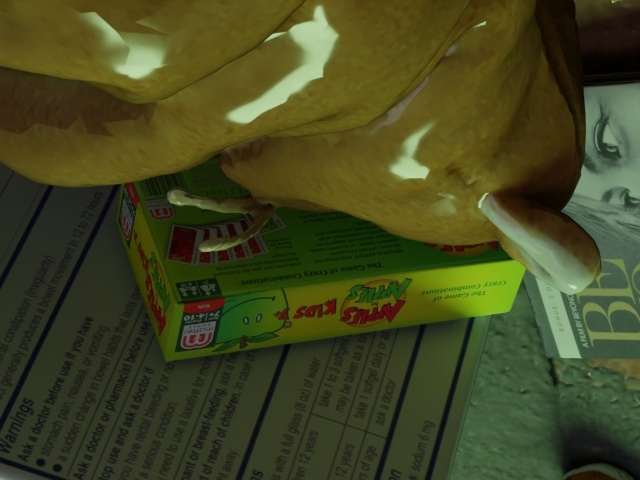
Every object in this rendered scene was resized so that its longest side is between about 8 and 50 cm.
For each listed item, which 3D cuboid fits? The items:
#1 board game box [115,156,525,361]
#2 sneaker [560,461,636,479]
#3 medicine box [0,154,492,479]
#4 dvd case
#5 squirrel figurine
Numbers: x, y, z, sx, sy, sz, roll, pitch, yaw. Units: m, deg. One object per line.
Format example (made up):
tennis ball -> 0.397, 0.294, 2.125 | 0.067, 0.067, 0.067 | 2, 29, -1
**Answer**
board game box -> 0.000, 0.000, 0.946 | 0.181, 0.092, 0.043 | -7, 140, -21
sneaker -> 0.210, 0.200, 1.152 | 0.175, 0.067, 0.064 | 27, 135, -10
medicine box -> -0.074, 0.079, 0.989 | 0.289, 0.263, 0.149 | 18, 137, 3
dvd case -> 0.190, -0.010, 0.939 | 0.221, 0.018, 0.164 | 0, 123, 34
squirrel figurine -> 0.036, -0.127, 0.716 | 0.397, 0.281, 0.370 | -22, 142, 25
